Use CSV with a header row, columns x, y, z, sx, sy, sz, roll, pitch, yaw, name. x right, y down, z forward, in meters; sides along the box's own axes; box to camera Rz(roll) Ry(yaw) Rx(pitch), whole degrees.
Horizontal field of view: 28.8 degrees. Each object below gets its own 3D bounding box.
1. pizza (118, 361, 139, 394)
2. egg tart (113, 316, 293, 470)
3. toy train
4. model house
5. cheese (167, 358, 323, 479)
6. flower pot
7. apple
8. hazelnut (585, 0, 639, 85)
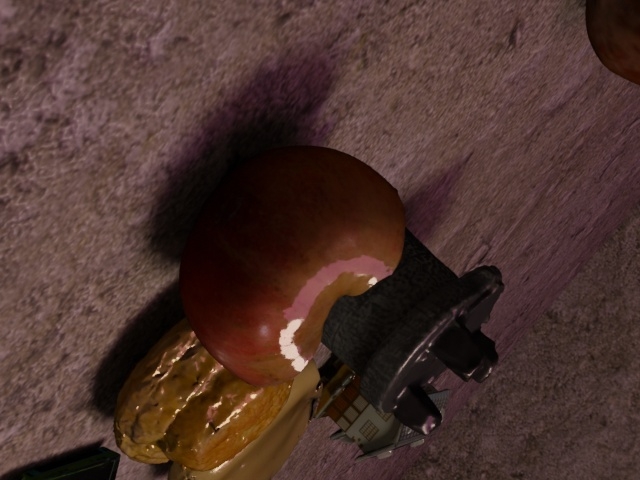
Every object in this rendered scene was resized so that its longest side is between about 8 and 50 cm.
x,y,z,sx,sy,sz,roll,pitch,yaw,name
-0.211,0.183,1.720,0.176,0.036,0.184,-43,159,-14,pizza
-0.133,0.208,1.663,0.319,0.128,0.319,-34,155,-18,egg tart
-0.356,0.323,1.686,0.209,0.042,0.044,-6,114,-60,toy train
0.109,0.298,2.348,0.198,0.215,0.224,-52,160,13,model house
-0.133,0.327,2.051,0.316,0.128,0.259,-45,154,-23,cheese
0.158,0.131,2.010,0.299,0.283,0.299,-39,160,-17,flower pot
-0.063,0.003,1.428,0.293,0.251,0.163,-48,127,5,apple
0.583,-0.375,1.864,0.366,0.366,0.366,-40,160,-18,hazelnut
